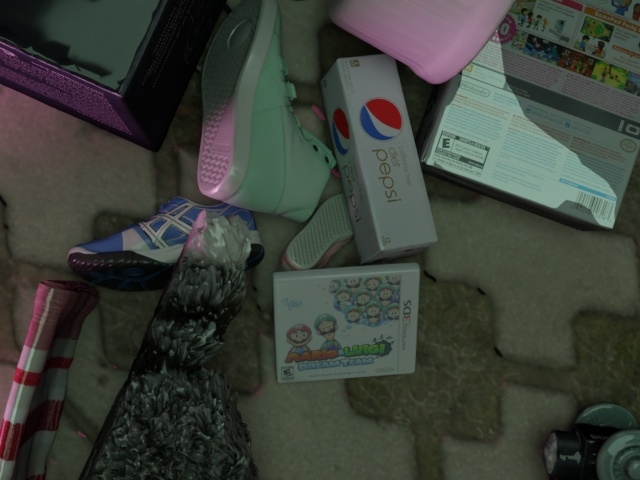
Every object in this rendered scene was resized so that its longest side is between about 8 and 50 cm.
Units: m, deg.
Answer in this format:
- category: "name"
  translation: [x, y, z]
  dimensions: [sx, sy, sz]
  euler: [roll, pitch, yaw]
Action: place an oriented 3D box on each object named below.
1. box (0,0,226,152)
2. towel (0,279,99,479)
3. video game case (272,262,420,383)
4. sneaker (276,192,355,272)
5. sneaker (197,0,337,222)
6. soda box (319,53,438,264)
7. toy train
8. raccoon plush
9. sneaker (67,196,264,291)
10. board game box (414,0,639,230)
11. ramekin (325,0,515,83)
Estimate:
- category: "box"
  translation: [-0.200, -0.274, 1.023]
  dimensions: [0.212, 0.395, 0.293]
  euler: [24, 86, -3]
- category: "towel"
  translation: [-0.288, 0.199, 1.085]
  dimensions: [0.037, 0.237, 0.329]
  euler: [15, 87, -4]
- category: "video game case"
  translation: [0.028, 0.091, 1.185]
  dimensions: [0.157, 0.019, 0.143]
  euler: [-4, 123, -5]
- category: "sneaker"
  translation: [0.000, 0.000, 1.212]
  dimensions: [0.051, 0.070, 0.134]
  euler: [44, 56, 6]
- category: "sneaker"
  translation: [-0.050, -0.141, 1.201]
  dimensions: [0.151, 0.094, 0.255]
  euler: [24, 63, -38]
- category: "soda box"
  translation: [0.061, -0.088, 1.179]
  dimensions: [0.069, 0.074, 0.216]
  euler: [-9, 79, -18]
- category: "toy train"
  translation: [0.403, 0.291, 1.195]
  dimensions: [0.334, 0.142, 0.190]
  euler: [6, 98, -4]
- category: "raccoon plush"
  translation: [-0.069, 0.230, 1.092]
  dimensions: [0.299, 0.216, 0.446]
  euler: [23, 102, -9]
- category: "sneaker"
  translation: [-0.169, 0.002, 1.190]
  dimensions: [0.211, 0.080, 0.081]
  euler: [-7, 66, -4]
- category: "board game box"
  translation: [0.254, -0.188, 1.209]
  dimensions: [0.224, 0.097, 0.303]
  euler: [20, 89, -5]
- category: "ramekin"
  translation: [0.114, -0.311, 1.099]
  dimensions: [0.135, 0.277, 0.277]
  euler: [22, 87, -15]
